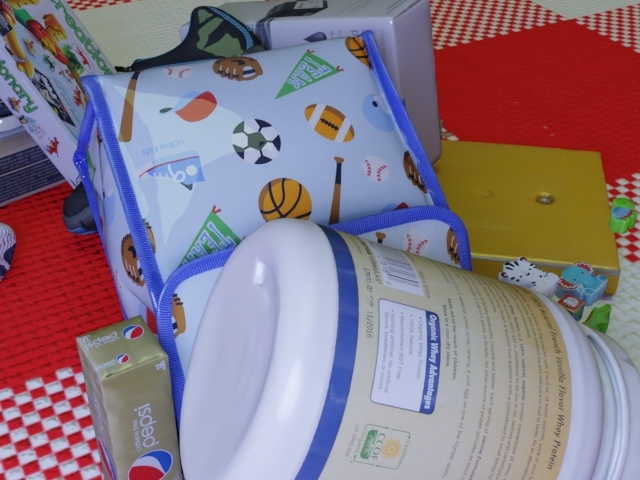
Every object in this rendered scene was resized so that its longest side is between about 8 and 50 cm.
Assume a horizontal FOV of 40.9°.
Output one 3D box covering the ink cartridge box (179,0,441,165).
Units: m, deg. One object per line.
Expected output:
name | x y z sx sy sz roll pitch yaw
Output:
ink cartridge box | -0.011 -0.198 1.142 0.308 0.223 0.129 5 30 27

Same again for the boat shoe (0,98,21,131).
boat shoe | -0.543 -0.248 1.196 0.340 0.113 0.127 24 42 30

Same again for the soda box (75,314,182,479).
soda box | -0.160 0.157 0.736 0.058 0.181 0.061 -20 40 -26

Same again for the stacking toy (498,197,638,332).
stacking toy | 0.248 0.064 0.888 0.052 0.166 0.221 30 46 34

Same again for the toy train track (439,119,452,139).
toy train track | 0.183 -0.167 1.337 0.048 0.014 0.083 2 30 13

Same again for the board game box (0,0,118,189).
board game box | -0.348 -0.211 1.155 0.053 0.305 0.193 -21 30 23

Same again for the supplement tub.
supplement tub | 0.072 0.127 0.679 0.316 0.228 0.228 17 31 -22

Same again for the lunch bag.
lunch bag | -0.043 0.007 0.873 0.328 0.239 0.385 -13 73 -20

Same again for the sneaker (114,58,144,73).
sneaker | -0.322 -0.233 1.359 0.067 0.078 0.188 12 38 15

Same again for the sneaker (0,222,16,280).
sneaker | -0.480 0.030 0.977 0.153 0.094 0.235 28 53 20

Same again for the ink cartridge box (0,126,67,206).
ink cartridge box | -0.493 -0.135 1.213 0.193 0.088 0.235 -27 45 -35

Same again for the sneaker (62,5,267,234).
sneaker | -0.205 -0.143 1.081 0.341 0.125 0.139 -41 82 6

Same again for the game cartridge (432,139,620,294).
game cartridge | 0.216 -0.043 1.141 0.324 0.052 0.285 5 36 10
